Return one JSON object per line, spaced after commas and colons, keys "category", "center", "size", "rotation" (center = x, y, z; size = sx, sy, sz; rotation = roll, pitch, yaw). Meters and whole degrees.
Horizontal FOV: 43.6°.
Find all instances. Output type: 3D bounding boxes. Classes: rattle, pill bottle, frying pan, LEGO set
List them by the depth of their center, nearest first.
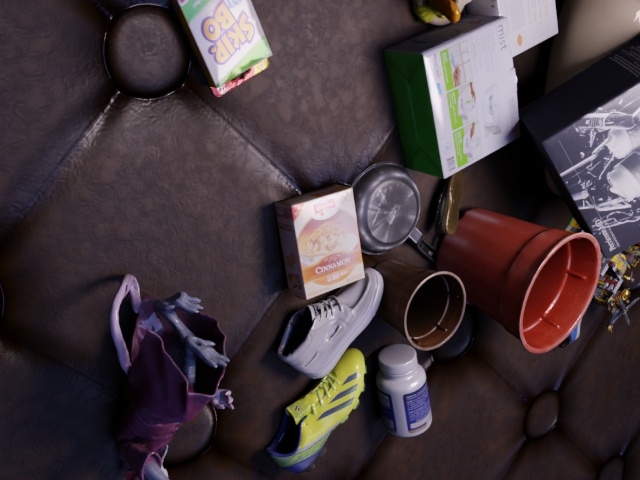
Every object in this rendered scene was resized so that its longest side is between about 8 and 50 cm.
{"category": "rattle", "center": [0.284, -0.496, 1.552], "size": [0.199, 0.142, 0.130], "rotation": [-22, 99, -22]}
{"category": "frying pan", "center": [0.159, -0.013, 1.680], "size": [0.197, 0.053, 0.326], "rotation": [-37, 121, -20]}
{"category": "pill bottle", "center": [0.182, 0.329, 1.767], "size": [0.112, 0.112, 0.187], "rotation": [-25, 119, -27]}
{"category": "LEGO set", "center": [0.754, 0.051, 2.040], "size": [0.255, 0.192, 0.331], "rotation": [-47, 127, -15]}

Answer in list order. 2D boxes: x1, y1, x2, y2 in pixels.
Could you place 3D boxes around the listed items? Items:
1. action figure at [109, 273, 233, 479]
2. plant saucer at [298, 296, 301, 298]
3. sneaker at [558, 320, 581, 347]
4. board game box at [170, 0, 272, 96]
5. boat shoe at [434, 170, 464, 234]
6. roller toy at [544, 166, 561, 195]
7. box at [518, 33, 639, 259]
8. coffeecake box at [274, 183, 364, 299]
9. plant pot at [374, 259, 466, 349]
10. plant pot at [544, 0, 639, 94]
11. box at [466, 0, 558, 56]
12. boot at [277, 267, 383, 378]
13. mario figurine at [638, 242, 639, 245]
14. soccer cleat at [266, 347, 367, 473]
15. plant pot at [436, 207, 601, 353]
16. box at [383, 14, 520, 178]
{"category": "action figure", "center": [-0.289, 0.288, 1.360], "size": [0.275, 0.248, 0.370], "rotation": [25, 118, -7]}
{"category": "plant saucer", "center": [-0.019, 0.080, 1.598], "size": [0.083, 0.015, 0.083], "rotation": [-12, 112, -33]}
{"category": "sneaker", "center": [0.643, 0.213, 2.099], "size": [0.084, 0.058, 0.152], "rotation": [-30, 128, -35]}
{"category": "board game box", "center": [-0.172, -0.376, 1.323], "size": [0.124, 0.039, 0.259], "rotation": [-36, 126, -21]}
{"category": "boat shoe", "center": [0.274, -0.088, 1.734], "size": [0.056, 0.049, 0.152], "rotation": [28, 69, -45]}
{"category": "roller toy", "center": [0.629, -0.190, 1.898], "size": [0.209, 0.146, 0.191], "rotation": [-36, 128, -33]}
{"category": "box", "center": [0.638, -0.193, 1.667], "size": [0.312, 0.179, 0.343], "rotation": [-32, 118, 12]}
{"category": "coffeecake box", "center": [0.000, 0.000, 1.539], "size": [0.142, 0.068, 0.186], "rotation": [-19, 109, -30]}
{"category": "plant pot", "center": [0.185, 0.120, 1.665], "size": [0.167, 0.165, 0.167], "rotation": [-13, 114, -33]}
{"category": "plant pot", "center": [0.614, -0.405, 1.778], "size": [0.256, 0.256, 0.274], "rotation": [7, 115, -37]}
{"category": "box", "center": [0.402, -0.470, 1.672], "size": [0.170, 0.091, 0.130], "rotation": [-30, 121, -25]}
{"category": "boot", "center": [0.020, 0.151, 1.597], "size": [0.123, 0.095, 0.258], "rotation": [37, 83, -45]}
{"category": "mario figurine", "center": [0.820, -0.132, 1.901], "size": [0.198, 0.170, 0.321], "rotation": [8, 86, -2]}
{"category": "soccer cleat", "center": [-0.006, 0.343, 1.649], "size": [0.121, 0.093, 0.289], "rotation": [35, 83, -32]}
{"category": "plant pot", "center": [0.415, 0.063, 1.735], "size": [0.272, 0.265, 0.272], "rotation": [-21, 125, -34]}
{"category": "box", "center": [0.274, -0.295, 1.615], "size": [0.231, 0.126, 0.262], "rotation": [-30, 121, -26]}
